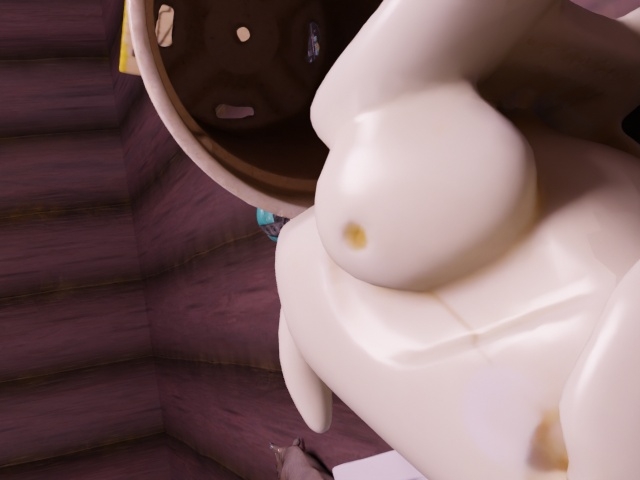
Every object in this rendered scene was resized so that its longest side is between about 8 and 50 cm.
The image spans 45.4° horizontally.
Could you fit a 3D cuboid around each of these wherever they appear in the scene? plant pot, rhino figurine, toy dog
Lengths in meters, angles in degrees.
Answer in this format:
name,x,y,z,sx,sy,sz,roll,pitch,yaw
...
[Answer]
name,x,y,z,sx,sy,sz,roll,pitch,yaw
plant pot,-0.034,-0.203,0.714,0.305,0.334,0.333,-154,59,-65
rhino figurine,-0.026,0.381,1.202,0.243,0.073,0.106,-153,54,-64
toy dog,0.143,0.100,0.400,0.395,0.285,0.408,-38,67,25

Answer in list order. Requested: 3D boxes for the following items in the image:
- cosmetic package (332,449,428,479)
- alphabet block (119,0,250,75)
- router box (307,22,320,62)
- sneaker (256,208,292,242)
name,x,y,z,sx,sy,sz,roll,pitch,yaw
cosmetic package,0.149,0.269,0.632,0.224,0.138,0.224,-35,63,50
alphabet block,-0.190,-0.363,1.141,0.193,0.197,0.192,118,152,-53
router box,0.009,-0.224,0.970,0.092,0.038,0.122,-177,79,-67
sneaker,0.000,0.000,0.949,0.178,0.124,0.295,-31,61,60
